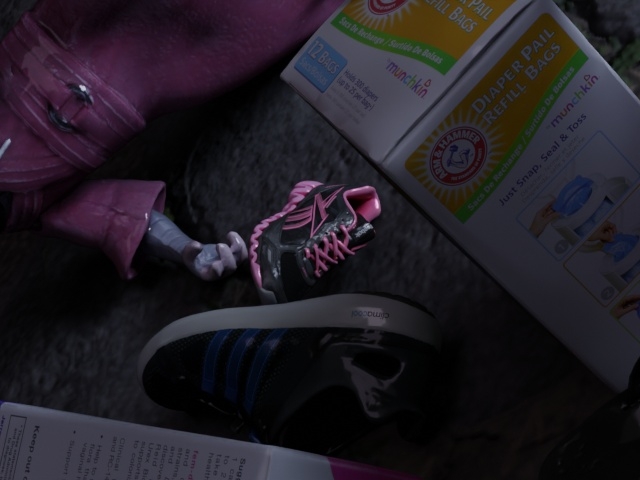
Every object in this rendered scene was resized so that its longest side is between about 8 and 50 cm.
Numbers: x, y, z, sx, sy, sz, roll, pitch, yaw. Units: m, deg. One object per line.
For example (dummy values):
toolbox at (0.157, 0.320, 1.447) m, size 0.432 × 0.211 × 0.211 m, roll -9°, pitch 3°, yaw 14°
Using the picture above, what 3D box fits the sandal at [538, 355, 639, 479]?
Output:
sandal at (0.167, 0.066, 0.869) m, size 0.179 × 0.040 × 0.067 m, roll -40°, pitch 38°, yaw 11°

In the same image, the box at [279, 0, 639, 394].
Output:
box at (0.095, -0.038, 0.896) m, size 0.103 × 0.203 × 0.114 m, roll -47°, pitch 37°, yaw 2°

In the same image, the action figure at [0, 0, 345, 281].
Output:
action figure at (-0.159, -0.109, 1.176) m, size 0.370 × 0.248 × 0.276 m, roll -42°, pitch 37°, yaw 4°

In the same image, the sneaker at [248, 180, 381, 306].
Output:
sneaker at (0.000, 0.000, 1.071) m, size 0.057 × 0.047 × 0.119 m, roll -4°, pitch 30°, yaw 24°

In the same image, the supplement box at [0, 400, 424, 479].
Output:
supplement box at (-0.069, 0.150, 0.951) m, size 0.220 × 0.111 × 0.114 m, roll 1°, pitch 77°, yaw 46°

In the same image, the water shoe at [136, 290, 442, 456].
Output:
water shoe at (-0.028, 0.080, 1.025) m, size 0.203 × 0.073 × 0.080 m, roll -15°, pitch 56°, yaw 39°
